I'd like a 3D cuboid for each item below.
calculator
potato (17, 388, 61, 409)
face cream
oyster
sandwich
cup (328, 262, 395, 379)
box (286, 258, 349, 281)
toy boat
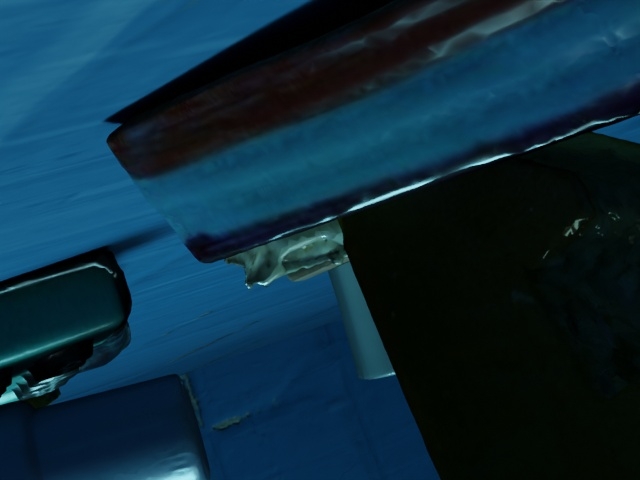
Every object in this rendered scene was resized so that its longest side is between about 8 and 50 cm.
[{"bbox_3d":[-0.236,0.086,1.042,0.248,0.058,0.274,-20,174,-20],"label":"calculator"},{"bbox_3d":[-0.240,0.107,1.232,0.103,0.066,0.096,-28,-172,19],"label":"potato"},{"bbox_3d":[-0.256,0.159,0.978,0.385,0.086,0.135,-15,170,-1],"label":"face cream"},{"bbox_3d":[0.015,-0.017,0.976,0.166,0.053,0.108,-7,141,-40],"label":"oyster"},{"bbox_3d":[0.090,0.017,0.686,0.122,0.235,0.128,-5,153,-49],"label":"sandwich"},{"bbox_3d":[0.054,0.033,1.297,0.095,0.129,0.128,-13,178,-8],"label":"cup"},{"bbox_3d":[0.018,-0.012,1.073,0.115,0.048,0.025,-26,169,40],"label":"box"},{"bbox_3d":[0.108,-0.083,0.564,0.392,0.079,0.136,-20,177,26],"label":"toy boat"}]
